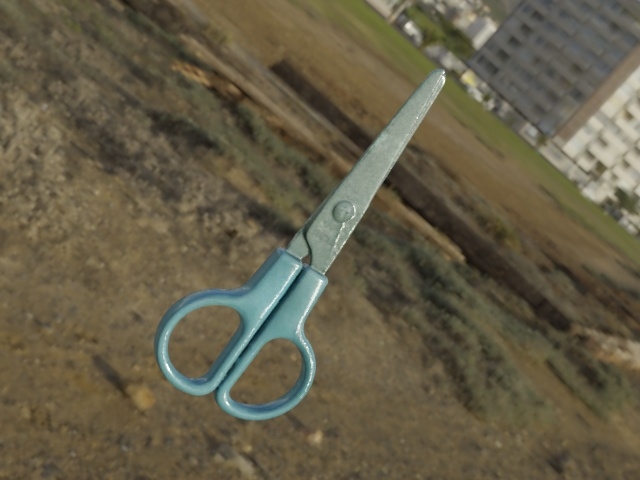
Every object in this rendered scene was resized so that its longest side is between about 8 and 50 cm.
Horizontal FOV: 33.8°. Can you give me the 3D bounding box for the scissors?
[{"bbox_3d":[0.000,0.000,1.137,0.192,0.447,0.029,32,10,-25],"label":"scissors"}]
